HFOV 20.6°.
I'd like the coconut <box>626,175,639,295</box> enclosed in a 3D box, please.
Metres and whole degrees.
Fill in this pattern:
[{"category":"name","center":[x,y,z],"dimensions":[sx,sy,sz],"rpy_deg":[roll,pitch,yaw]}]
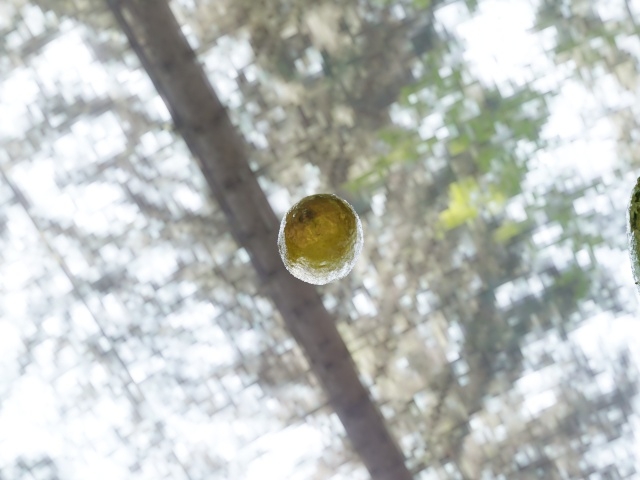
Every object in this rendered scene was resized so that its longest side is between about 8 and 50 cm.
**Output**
[{"category":"coconut","center":[0.252,0.018,1.245],"dimensions":[0.055,0.158,0.133],"rpy_deg":[-21,177,33]}]

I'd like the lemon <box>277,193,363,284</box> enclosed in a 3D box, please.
[{"category":"lemon","center":[0.000,0.000,1.629],"dimensions":[0.082,0.111,0.082],"rpy_deg":[1,-109,-3]}]
